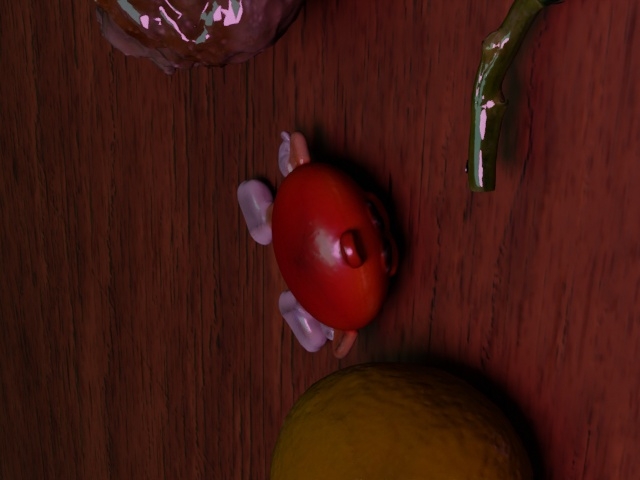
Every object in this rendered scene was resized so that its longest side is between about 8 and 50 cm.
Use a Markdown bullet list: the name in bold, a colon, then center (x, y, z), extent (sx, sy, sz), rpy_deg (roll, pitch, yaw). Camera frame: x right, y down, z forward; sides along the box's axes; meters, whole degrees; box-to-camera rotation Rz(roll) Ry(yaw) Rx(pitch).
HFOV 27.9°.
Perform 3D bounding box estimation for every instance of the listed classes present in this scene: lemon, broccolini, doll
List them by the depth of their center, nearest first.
- **broccolini**: center (0.159, -0.117, 0.743), extent (0.123, 0.062, 0.271), rpy_deg (62, 141, 37)
- **lemon**: center (0.055, 0.176, 0.923), extent (0.248, 0.184, 0.184), rpy_deg (-136, 40, -57)
- **doll**: center (0.000, 0.000, 0.996), extent (0.183, 0.085, 0.217), rpy_deg (70, 162, 4)

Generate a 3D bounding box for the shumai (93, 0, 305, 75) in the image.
- **shumai**: center (-0.094, -0.259, 0.971), extent (0.283, 0.217, 0.346), rpy_deg (78, 172, -71)
